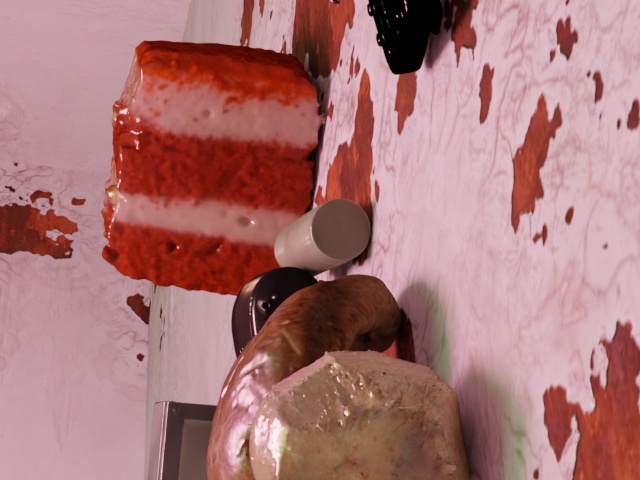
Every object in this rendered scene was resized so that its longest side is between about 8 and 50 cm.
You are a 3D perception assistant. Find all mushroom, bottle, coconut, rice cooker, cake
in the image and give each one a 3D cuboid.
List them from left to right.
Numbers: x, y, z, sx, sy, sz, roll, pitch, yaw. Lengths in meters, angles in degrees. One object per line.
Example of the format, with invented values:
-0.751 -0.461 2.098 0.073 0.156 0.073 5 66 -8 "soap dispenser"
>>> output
-0.157 -0.111 1.942 0.269 0.270 0.319 -123 43 -71 "cake"
-0.039 0.113 1.628 0.106 0.112 0.165 -39 63 61 "rice cooker"
-0.010 0.125 1.287 0.285 0.156 0.151 -57 -13 -36 "mushroom"
0.000 0.000 1.619 0.201 0.072 0.072 151 124 -76 "bottle"
0.032 0.175 1.139 0.194 0.194 0.194 -174 90 -78 "coconut"

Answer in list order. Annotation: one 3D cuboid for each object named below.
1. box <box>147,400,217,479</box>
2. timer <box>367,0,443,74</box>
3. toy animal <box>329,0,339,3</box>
-0.053 0.232 1.385 0.086 0.225 0.129 149 126 -74 "box"
0.072 -0.266 1.361 0.144 0.055 0.187 100 157 -70 "timer"
-0.018 -0.404 1.799 0.197 0.272 0.160 57 138 8 "toy animal"
